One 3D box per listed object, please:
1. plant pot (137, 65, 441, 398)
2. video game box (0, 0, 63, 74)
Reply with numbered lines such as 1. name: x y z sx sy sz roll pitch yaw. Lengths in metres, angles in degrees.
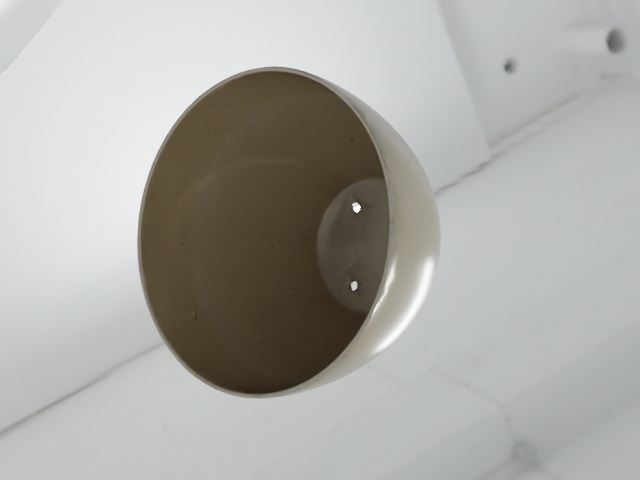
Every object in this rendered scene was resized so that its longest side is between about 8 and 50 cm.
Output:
1. plant pot: 0.000 0.000 1.131 0.284 0.284 0.191 -9 170 36
2. video game box: -0.156 -0.208 0.574 0.205 0.187 0.048 -51 165 -2
